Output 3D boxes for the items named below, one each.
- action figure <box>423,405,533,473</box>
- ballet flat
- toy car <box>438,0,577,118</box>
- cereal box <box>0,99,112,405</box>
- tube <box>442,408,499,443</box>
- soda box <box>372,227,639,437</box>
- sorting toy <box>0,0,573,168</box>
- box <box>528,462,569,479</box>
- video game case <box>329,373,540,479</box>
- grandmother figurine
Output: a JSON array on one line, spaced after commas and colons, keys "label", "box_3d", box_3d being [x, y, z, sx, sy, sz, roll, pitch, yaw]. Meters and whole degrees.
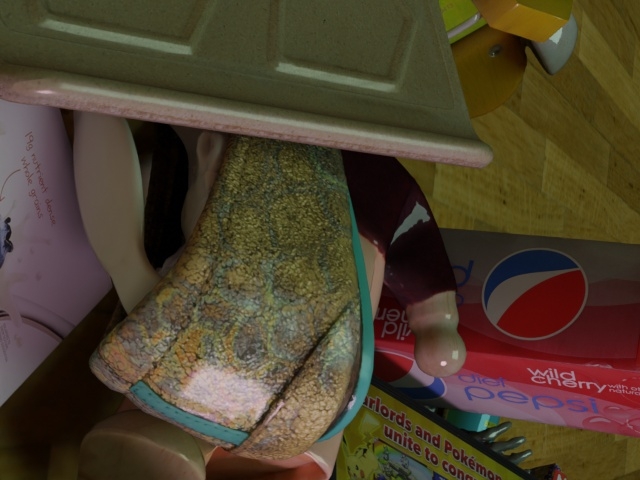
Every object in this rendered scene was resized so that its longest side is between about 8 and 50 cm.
[{"label": "action figure", "box_3d": [0.085, 0.110, 0.856, 0.275, 0.141, 0.164, -55, 138, -44]}, {"label": "ballet flat", "box_3d": [-0.050, -0.070, 0.520, 0.123, 0.123, 0.348, 63, 16, -49]}, {"label": "toy car", "box_3d": [0.076, -0.162, 0.815, 0.182, 0.159, 0.136, 43, 20, -59]}, {"label": "cereal box", "box_3d": [-0.165, 0.008, 0.392, 0.240, 0.047, 0.173, -54, 141, -50]}, {"label": "tube", "box_3d": [0.116, 0.227, 1.060, 0.080, 0.052, 0.207, 33, 70, -55]}, {"label": "soda box", "box_3d": [0.096, 0.051, 0.714, 0.092, 0.263, 0.083, 61, 42, -51]}, {"label": "sorting toy", "box_3d": [-0.007, -0.126, 0.489, 0.307, 0.041, 0.229, 5, 59, -38]}, {"label": "box", "box_3d": [0.144, 0.372, 0.852, 0.290, 0.177, 0.279, 50, 40, -17]}, {"label": "video game case", "box_3d": [0.081, 0.222, 0.656, 0.275, 0.035, 0.248, 35, 40, -36]}, {"label": "grandmother figurine", "box_3d": [0.000, 0.000, 0.620, 0.208, 0.104, 0.342, 41, 45, -25]}]
